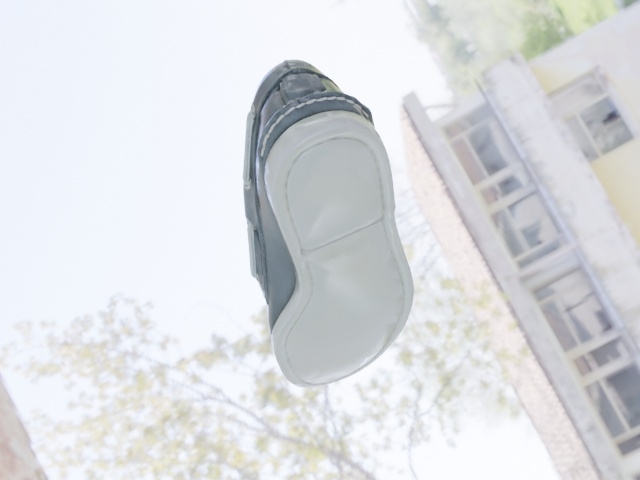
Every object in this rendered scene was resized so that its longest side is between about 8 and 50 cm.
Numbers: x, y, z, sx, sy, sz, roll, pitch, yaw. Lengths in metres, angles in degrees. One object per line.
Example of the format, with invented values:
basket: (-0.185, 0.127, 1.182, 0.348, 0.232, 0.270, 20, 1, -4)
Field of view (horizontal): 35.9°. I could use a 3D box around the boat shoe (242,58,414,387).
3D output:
boat shoe: (0.000, 0.000, 0.753, 0.319, 0.116, 0.099, 85, 163, -52)
